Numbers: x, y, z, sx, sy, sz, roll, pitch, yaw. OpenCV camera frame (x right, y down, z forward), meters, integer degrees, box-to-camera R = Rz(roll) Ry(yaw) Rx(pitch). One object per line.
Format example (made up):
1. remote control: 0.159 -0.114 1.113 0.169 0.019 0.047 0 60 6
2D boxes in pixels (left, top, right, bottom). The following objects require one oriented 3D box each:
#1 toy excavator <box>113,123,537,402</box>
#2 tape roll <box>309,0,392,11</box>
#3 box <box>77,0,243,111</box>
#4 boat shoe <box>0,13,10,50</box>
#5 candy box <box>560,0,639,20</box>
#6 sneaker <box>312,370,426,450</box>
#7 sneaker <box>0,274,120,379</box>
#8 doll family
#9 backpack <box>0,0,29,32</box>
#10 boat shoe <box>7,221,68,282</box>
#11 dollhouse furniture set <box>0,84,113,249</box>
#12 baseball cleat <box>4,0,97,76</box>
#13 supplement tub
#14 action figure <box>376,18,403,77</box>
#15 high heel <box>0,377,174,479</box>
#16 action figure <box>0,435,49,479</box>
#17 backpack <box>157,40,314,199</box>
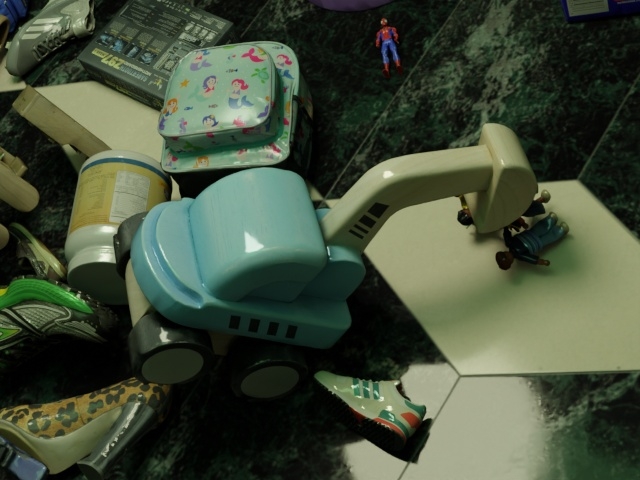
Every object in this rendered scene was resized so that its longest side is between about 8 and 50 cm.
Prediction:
1. toy excavator: 0.000 0.000 1.471 0.445 0.433 0.222 -51 40 38
2. tape roll: 0.069 -0.520 1.949 0.274 0.090 0.275 -10 55 15
3. box: -0.275 -0.325 1.963 0.232 0.059 0.183 26 69 32
4. boat shoe: -0.641 -0.263 2.020 0.110 0.122 0.341 12 72 1
5. candy box: 0.496 -0.505 1.757 0.268 0.122 0.317 -5 54 18
6. sneaker: 0.065 0.206 1.485 0.161 0.057 0.075 28 53 34
7. sneaker: -0.443 0.142 1.681 0.343 0.134 0.146 -7 62 27
8. doll family: 0.245 -0.035 1.559 0.111 0.076 0.193 -28 44 -24
9. backpack: -0.602 -0.449 2.147 0.101 0.098 0.120 -3 55 14
10. boat shoe: -0.453 0.023 1.795 0.049 0.056 0.152 -43 53 -17
11. dollhouse furniture set: -0.467 -0.098 1.822 0.242 0.161 0.212 -52 28 -1
12. baseball cleat: -0.480 -0.373 2.067 0.109 0.072 0.206 22 71 24
13. supplement tub: -0.301 -0.019 1.711 0.144 0.144 0.200 -8 55 16
14. action figure: 0.109 -0.312 1.831 0.038 0.030 0.115 -18 51 15
15. high heel: -0.333 0.236 1.606 0.261 0.093 0.186 9 43 35
16. action figure: -0.483 0.299 1.442 0.341 0.330 0.178 20 64 31
17. backpack: -0.127 -0.193 1.746 0.225 0.191 0.254 -4 50 16
